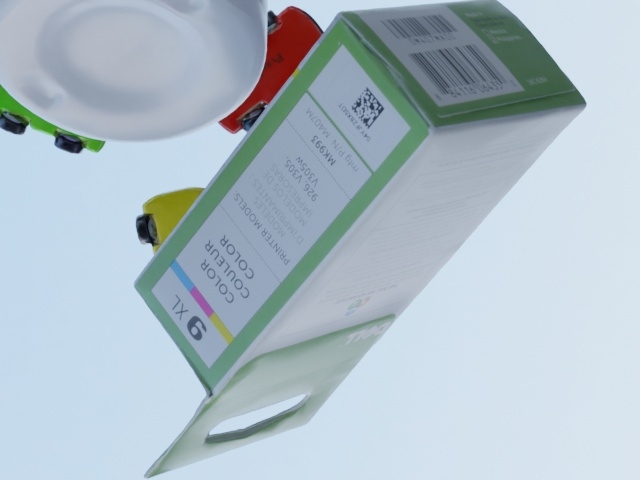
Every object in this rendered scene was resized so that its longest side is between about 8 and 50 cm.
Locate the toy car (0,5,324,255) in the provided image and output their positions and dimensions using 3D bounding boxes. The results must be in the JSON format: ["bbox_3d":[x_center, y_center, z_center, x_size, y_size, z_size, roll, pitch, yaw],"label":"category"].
[{"bbox_3d":[-0.129,-0.081,1.222,0.053,0.225,0.239,-77,8,-81],"label":"toy car"}]

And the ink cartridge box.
[{"bbox_3d":[0.000,0.000,0.689,0.109,0.209,0.062,-14,-121,-51],"label":"ink cartridge box"}]

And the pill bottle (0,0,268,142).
[{"bbox_3d":[-0.081,-0.157,0.766,0.119,0.119,0.208,54,-152,-47],"label":"pill bottle"}]
